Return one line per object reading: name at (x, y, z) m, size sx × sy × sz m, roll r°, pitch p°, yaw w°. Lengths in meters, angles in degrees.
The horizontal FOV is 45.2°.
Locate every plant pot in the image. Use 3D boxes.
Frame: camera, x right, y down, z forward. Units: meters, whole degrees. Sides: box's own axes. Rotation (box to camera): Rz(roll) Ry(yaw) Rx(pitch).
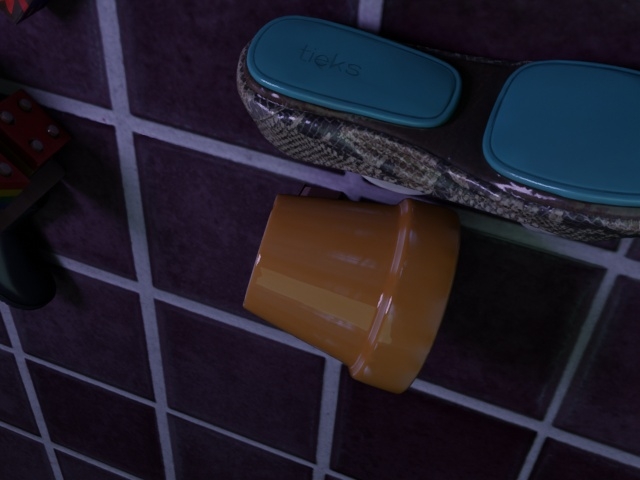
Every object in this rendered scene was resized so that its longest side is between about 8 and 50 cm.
plant pot at (0.024, 0.037, 0.820) m, size 0.187 × 0.205 × 0.205 m, roll 18°, pitch 135°, yaw -3°

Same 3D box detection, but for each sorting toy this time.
sorting toy at (-0.446, -0.133, 0.920) m, size 0.089 × 0.255 × 0.257 m, roll -36°, pitch 107°, yaw 27°

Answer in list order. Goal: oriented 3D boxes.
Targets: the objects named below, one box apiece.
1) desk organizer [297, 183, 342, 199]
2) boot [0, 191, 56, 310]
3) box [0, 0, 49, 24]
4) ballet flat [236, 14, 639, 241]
desk organizer at (0.000, 0.000, 0.937) m, size 0.050 × 0.047 × 0.130 m, roll 9°, pitch 132°, yaw 17°
boot at (-0.451, -0.018, 1.122) m, size 0.207 × 0.094 × 0.247 m, roll -25°, pitch 107°, yaw 44°
box at (-0.303, -0.378, 0.758) m, size 0.201 × 0.057 × 0.293 m, roll 47°, pitch 133°, yaw -15°
ballet flat at (0.148, -0.092, 0.728) m, size 0.482 × 0.164 × 0.182 m, roll 17°, pitch 156°, yaw 21°
